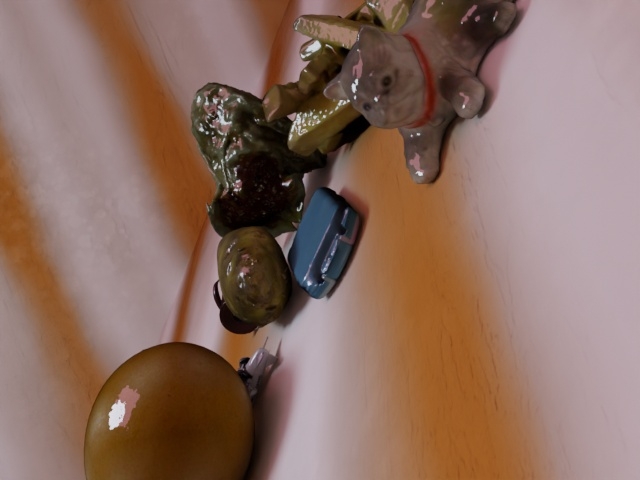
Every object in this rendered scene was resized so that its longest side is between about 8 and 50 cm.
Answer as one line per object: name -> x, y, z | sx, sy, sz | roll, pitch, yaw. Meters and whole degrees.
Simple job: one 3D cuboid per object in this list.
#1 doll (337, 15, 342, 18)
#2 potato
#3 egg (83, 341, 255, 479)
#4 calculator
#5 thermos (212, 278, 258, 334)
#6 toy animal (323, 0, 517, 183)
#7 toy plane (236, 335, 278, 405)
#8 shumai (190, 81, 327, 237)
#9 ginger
doll -> 0.046, -0.379, 1.761 | 0.110, 0.107, 0.181 | 5, 78, 53
potato -> -0.125, 0.069, 1.579 | 0.296, 0.141, 0.192 | -161, 62, -82
egg -> -0.255, 0.343, 1.394 | 0.282, 0.282, 0.351 | -135, 57, -75
calculator -> 0.000, 0.000, 1.455 | 0.293, 0.051, 0.173 | -126, 59, -74
thermos -> -0.172, 0.111, 1.843 | 0.124, 0.099, 0.232 | -26, 22, 8
toy animal -> 0.150, -0.284, 1.106 | 0.308, 0.188, 0.266 | -59, 7, 43
toy plane -> -0.135, 0.265, 1.531 | 0.171, 0.065, 0.162 | -58, 8, 18
shumai -> -0.167, -0.147, 1.737 | 0.288, 0.330, 0.292 | -57, 29, 1
ginger -> 0.050, -0.364, 1.520 | 0.413, 0.211, 0.358 | -69, 16, -7
